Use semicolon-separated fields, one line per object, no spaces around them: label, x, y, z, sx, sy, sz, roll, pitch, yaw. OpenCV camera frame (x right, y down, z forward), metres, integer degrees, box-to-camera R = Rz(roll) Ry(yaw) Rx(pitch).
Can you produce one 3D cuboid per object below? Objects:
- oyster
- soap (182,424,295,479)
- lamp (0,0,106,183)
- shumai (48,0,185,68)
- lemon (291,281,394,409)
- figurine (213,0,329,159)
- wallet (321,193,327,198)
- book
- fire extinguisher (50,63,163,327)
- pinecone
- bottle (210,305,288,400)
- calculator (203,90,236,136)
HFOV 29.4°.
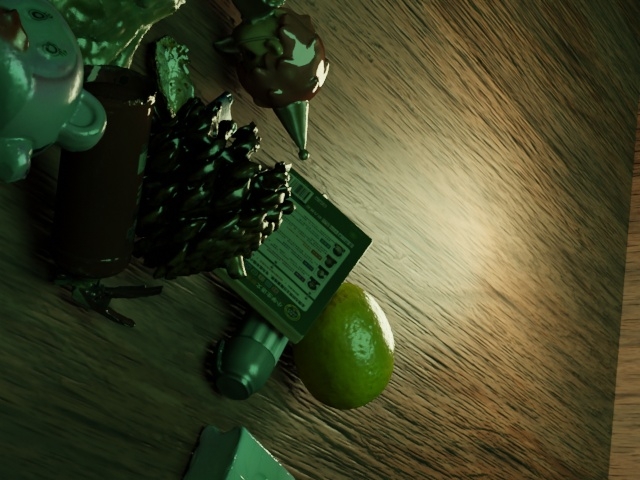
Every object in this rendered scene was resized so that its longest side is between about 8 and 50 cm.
oyster;-0.218;-0.226;1.751;0.086;0.029;0.132;17;75;-48
soap;-0.104;0.390;1.792;0.230;0.091;0.145;52;46;-38
lamp;-0.403;-0.150;1.313;0.301;0.247;0.247;-30;78;-33
shumai;-0.287;-0.274;1.489;0.225;0.222;0.261;31;65;-53
lemon;0.034;0.169;1.962;0.170;0.170;0.207;-40;117;-51
figurine;-0.081;-0.313;1.875;0.207;0.166;0.387;-126;-158;-69
wallet;0.000;0.000;2.060;0.082;0.018;0.157;-16;98;-56
book;-0.049;0.012;1.888;0.202;0.027;0.264;42;44;-4
fire extinguisher;-0.254;-0.040;1.507;0.106;0.147;0.337;-85;-173;-61
pinecone;-0.157;-0.071;1.633;0.243;0.243;0.257;-30;116;-54
bottle;-0.088;0.127;1.862;0.096;0.079;0.254;40;49;-14
calculator;-0.166;-0.167;1.819;0.141;0.019;0.094;-47;139;-51
